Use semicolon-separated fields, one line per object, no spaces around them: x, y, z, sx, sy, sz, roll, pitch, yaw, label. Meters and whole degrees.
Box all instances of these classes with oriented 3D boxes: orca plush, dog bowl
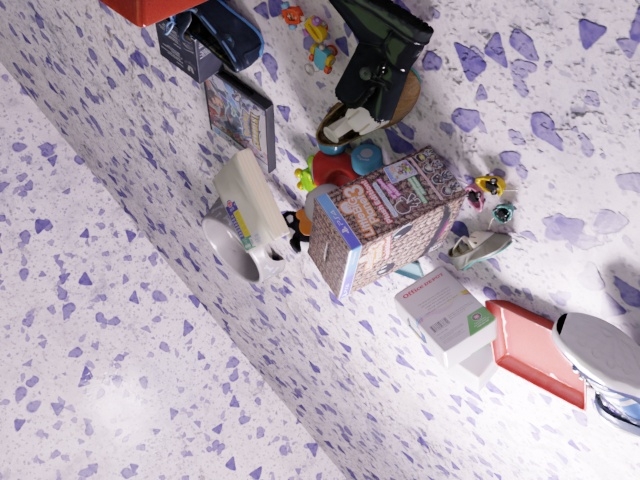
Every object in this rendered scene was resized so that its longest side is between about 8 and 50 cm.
0.000;0.000;2.124;0.287;0.151;0.102;52;124;28;orca plush
-0.282;0.010;2.603;0.349;0.102;0.349;36;153;22;dog bowl

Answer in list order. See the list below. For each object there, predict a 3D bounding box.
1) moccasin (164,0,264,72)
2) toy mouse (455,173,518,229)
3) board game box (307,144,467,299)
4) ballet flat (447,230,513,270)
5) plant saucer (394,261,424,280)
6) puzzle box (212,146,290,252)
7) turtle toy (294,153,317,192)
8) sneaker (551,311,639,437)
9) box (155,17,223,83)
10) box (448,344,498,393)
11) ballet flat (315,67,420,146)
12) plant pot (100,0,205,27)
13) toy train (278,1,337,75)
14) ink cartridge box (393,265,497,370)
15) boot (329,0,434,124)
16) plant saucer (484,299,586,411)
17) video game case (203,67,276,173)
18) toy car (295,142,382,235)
-0.293;-0.524;1.736;0.342;0.117;0.138;34;162;11;moccasin
0.350;-0.082;1.512;0.161;0.031;0.143;26;148;39;toy mouse
0.135;-0.036;1.588;0.141;0.291;0.232;56;161;23;board game box
0.342;0.014;1.626;0.068;0.072;0.213;51;156;2;ballet flat
0.203;0.062;1.990;0.192;0.018;0.067;20;145;47;plant saucer
-0.221;-0.111;2.246;0.272;0.052;0.409;65;161;-2;puzzle box
-0.016;-0.168;1.936;0.095;0.066;0.130;33;152;29;turtle toy
0.591;0.300;1.538;0.323;0.130;0.236;29;146;7;sneaker
-0.339;-0.518;1.901;0.156;0.093;0.158;39;154;18;box
0.406;0.326;1.954;0.102;0.101;0.087;32;151;31;box
0.083;-0.266;1.558;0.116;0.124;0.342;53;155;-12;ballet flat
-0.372;-0.657;1.573;0.267;0.267;0.236;37;144;21;plant pot
-0.019;-0.435;1.568;0.125;0.046;0.166;17;139;50;toy train
0.300;0.184;1.784;0.212;0.154;0.093;49;164;39;ink cartridge box
0.068;-0.360;1.382;0.246;0.094;0.207;36;125;11;boot
0.518;0.258;1.736;0.258;0.048;0.259;26;149;39;plant saucer
-0.225;-0.343;2.053;0.248;0.035;0.275;38;154;20;video game case
0.021;-0.108;1.759;0.210;0.238;0.219;34;152;27;toy car
